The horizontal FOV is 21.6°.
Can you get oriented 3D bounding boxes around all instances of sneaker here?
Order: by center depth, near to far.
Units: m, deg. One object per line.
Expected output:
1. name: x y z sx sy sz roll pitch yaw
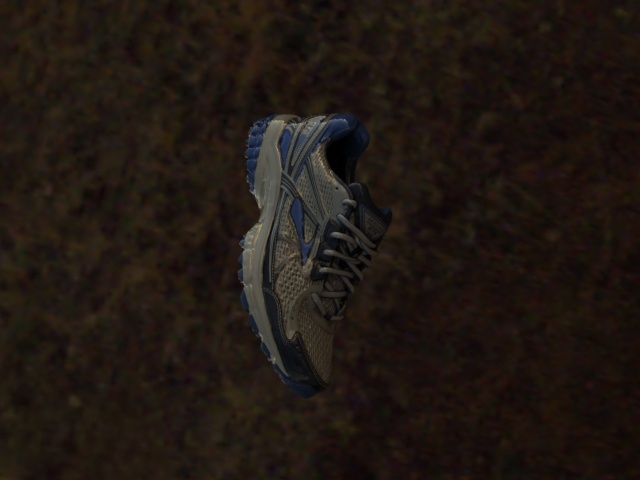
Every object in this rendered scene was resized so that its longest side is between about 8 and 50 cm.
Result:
1. sneaker: 0.000 0.000 0.710 0.058 0.052 0.135 -12 61 18
